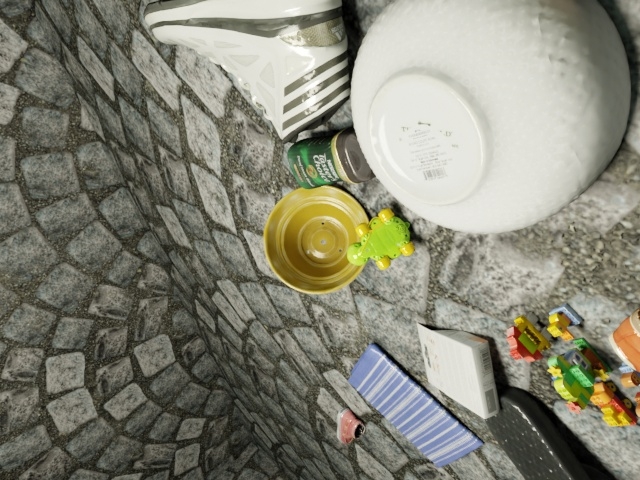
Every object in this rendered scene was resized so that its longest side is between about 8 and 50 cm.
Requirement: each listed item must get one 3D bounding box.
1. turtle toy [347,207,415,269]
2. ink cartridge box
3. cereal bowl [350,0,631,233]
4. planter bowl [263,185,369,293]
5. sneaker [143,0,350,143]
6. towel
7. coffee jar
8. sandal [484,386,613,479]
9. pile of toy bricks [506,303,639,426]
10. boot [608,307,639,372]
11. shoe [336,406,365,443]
[{"bbox_3d":[0.105,0.003,0.809,0.095,0.130,0.066,58,-169,0],"label":"turtle toy"},{"bbox_3d":[0.266,0.244,0.872,0.179,0.045,0.145,-164,59,-71],"label":"ink cartridge box"},{"bbox_3d":[0.163,-0.146,0.544,0.339,0.141,0.338,33,142,30],"label":"cereal bowl"},{"bbox_3d":[0.000,0.000,0.911,0.217,0.217,0.090,48,-175,10],"label":"planter bowl"},{"bbox_3d":[-0.135,-0.294,0.768,0.448,0.169,0.257,20,134,39],"label":"sneaker"},{"bbox_3d":[0.223,0.422,1.135,0.336,0.040,0.243,40,145,18],"label":"towel"},{"bbox_3d":[0.025,-0.145,0.788,0.184,0.079,0.096,1,121,52],"label":"coffee jar"},{"bbox_3d":[0.472,0.455,0.781,0.445,0.107,0.167,60,152,15],"label":"sandal"},{"bbox_3d":[0.372,0.197,0.634,0.212,0.105,0.118,48,149,9],"label":"pile of toy bricks"},{"bbox_3d":[0.444,0.158,0.551,0.158,0.059,0.084,48,153,25],"label":"boot"},{"bbox_3d":[0.102,0.638,1.474,0.081,0.064,0.177,31,138,41],"label":"shoe"}]
